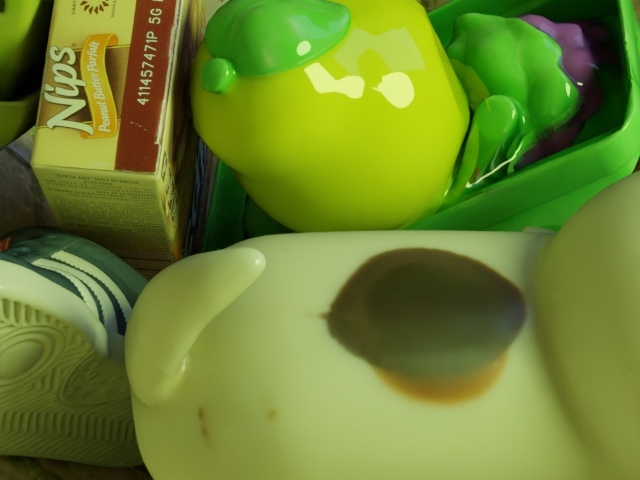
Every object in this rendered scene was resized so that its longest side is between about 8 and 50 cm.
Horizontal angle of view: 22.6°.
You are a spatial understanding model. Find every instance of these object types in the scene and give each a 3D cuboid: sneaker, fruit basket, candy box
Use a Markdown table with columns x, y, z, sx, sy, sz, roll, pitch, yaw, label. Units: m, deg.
| x | y | z | sx | sy | sz | roll | pitch | yaw | label |
| --- | --- | --- | --- | --- | --- | --- | --- | --- | --- |
| -0.193 | 0.046 | 0.994 | 0.148 | 0.131 | 0.350 | 55 | 6 | 24 | sneaker |
| 0.046 | -0.086 | 1.144 | 0.392 | 0.392 | 0.283 | 40 | 36 | -28 | fruit basket |
| -0.131 | -0.077 | 1.144 | 0.316 | 0.087 | 0.183 | 90 | 6 | -72 | candy box |

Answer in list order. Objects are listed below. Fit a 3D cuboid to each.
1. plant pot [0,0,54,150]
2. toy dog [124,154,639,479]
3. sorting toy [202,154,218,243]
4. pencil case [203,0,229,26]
| x | y | z | sx | sy | sz | roll | pitch | yaw | label |
| --- | --- | --- | --- | --- | --- | --- | --- | --- | --- |
| -0.271 | -0.179 | 1.094 | 0.227 | 0.207 | 0.228 | 3 | 15 | 3 | plant pot |
| 0.116 | 0.071 | 0.976 | 0.284 | 0.408 | 0.395 | -91 | 160 | -46 | toy dog |
| -0.082 | 0.004 | 1.496 | 0.255 | 0.089 | 0.257 | 35 | 19 | -40 | sorting toy |
| -0.157 | -0.223 | 1.740 | 0.410 | 0.183 | 0.160 | 49 | -4 | 1 | pencil case |
